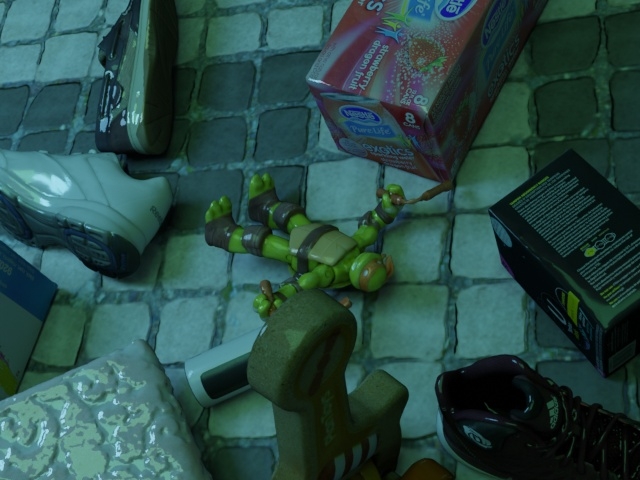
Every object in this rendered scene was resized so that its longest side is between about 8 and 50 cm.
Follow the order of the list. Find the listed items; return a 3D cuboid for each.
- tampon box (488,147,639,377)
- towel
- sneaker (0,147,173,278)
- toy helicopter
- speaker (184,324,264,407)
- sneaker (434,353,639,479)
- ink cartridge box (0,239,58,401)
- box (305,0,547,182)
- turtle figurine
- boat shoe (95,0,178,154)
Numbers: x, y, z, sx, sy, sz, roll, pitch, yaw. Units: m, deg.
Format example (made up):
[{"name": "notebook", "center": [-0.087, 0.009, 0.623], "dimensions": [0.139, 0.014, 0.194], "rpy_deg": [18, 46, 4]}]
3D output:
[{"name": "tampon box", "center": [0.248, 0.021, 0.853], "dimensions": [0.101, 0.120, 0.161], "rpy_deg": [-36, 57, -4]}, {"name": "towel", "center": [-0.241, 0.289, 0.841], "dimensions": [0.317, 0.053, 0.331], "rpy_deg": [-22, 65, -15]}, {"name": "sneaker", "center": [-0.303, -0.055, 1.105], "dimensions": [0.297, 0.111, 0.129], "rpy_deg": [22, 55, 23]}, {"name": "toy helicopter", "center": [-0.016, 0.173, 0.718], "dimensions": [0.140, 0.355, 0.235], "rpy_deg": [34, 60, 30]}, {"name": "speaker", "center": [-0.067, 0.120, 0.942], "dimensions": [0.136, 0.055, 0.055], "rpy_deg": [-24, 58, 4]}, {"name": "sneaker", "center": [0.216, 0.172, 0.755], "dimensions": [0.281, 0.162, 0.106], "rpy_deg": [13, 67, 24]}, {"name": "ink cartridge box", "center": [-0.437, 0.111, 1.001], "dimensions": [0.171, 0.168, 0.232], "rpy_deg": [5, 65, 20]}, {"name": "box", "center": [0.132, -0.234, 1.019], "dimensions": [0.154, 0.142, 0.300], "rpy_deg": [22, 71, 26]}, {"name": "turtle figurine", "center": [0.000, 0.000, 0.969], "dimensions": [0.217, 0.087, 0.269], "rpy_deg": [26, 56, 33]}, {"name": "boat shoe", "center": [-0.238, -0.235, 1.169], "dimensions": [0.092, 0.103, 0.285], "rpy_deg": [-6, 66, 10]}]
